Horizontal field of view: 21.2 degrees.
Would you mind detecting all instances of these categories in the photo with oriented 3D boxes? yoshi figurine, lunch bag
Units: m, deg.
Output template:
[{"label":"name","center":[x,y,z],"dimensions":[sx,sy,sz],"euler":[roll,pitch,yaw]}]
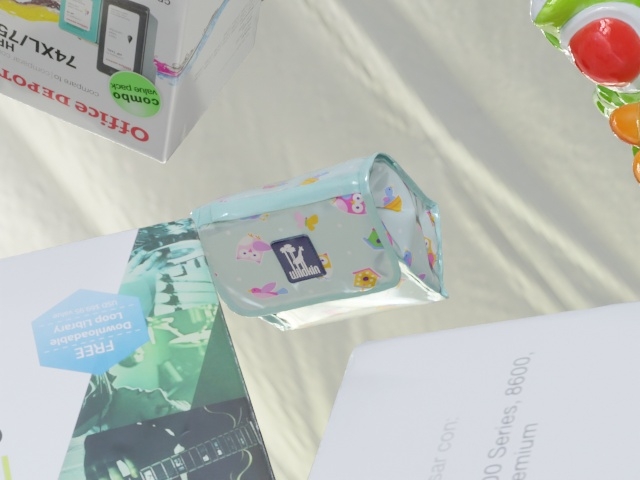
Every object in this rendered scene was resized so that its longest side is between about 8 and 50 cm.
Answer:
[{"label":"yoshi figurine","center":[0.300,-0.153,1.380],"dimensions":[0.362,0.203,0.203],"euler":[62,7,18]},{"label":"lunch bag","center":[0.000,0.000,1.908],"dimensions":[0.262,0.223,0.160],"euler":[34,47,-64]}]

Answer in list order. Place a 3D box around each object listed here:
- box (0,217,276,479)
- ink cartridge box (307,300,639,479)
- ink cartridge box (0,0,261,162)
[{"label":"box","center":[-0.134,0.137,0.784],"dimensions":[0.058,0.232,0.322],"euler":[85,-12,-47]},{"label":"ink cartridge box","center":[0.214,0.153,0.502],"dimensions":[0.395,0.166,0.285],"euler":[-10,-53,27]},{"label":"ink cartridge box","center":[-0.167,-0.252,1.516],"dimensions":[0.198,0.197,0.270],"euler":[23,-42,9]}]
